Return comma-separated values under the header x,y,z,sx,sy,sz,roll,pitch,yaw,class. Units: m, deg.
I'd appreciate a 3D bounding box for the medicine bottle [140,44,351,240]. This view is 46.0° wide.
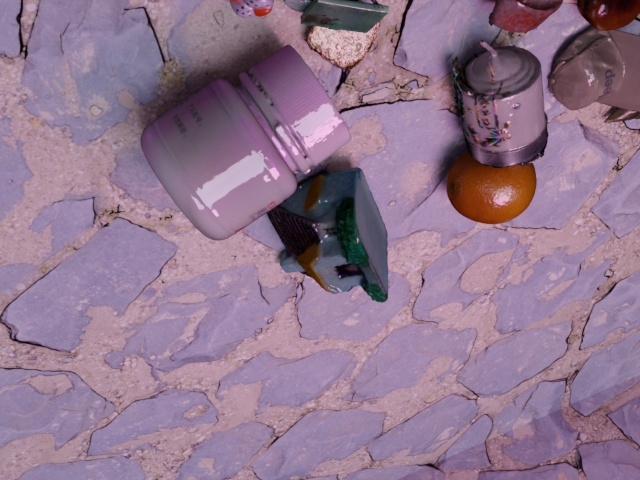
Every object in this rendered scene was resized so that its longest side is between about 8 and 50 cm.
x,y,z,sx,sy,sz,roll,pitch,yaw,class
-0.132,-0.181,1.380,0.325,0.256,0.256,-35,137,0,medicine bottle

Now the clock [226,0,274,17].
x,y,z,sx,sy,sz,roll,pitch,yaw,class
-0.151,-0.455,1.198,0.254,0.189,0.189,5,127,-41,clock

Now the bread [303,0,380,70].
x,y,z,sx,sy,sz,roll,pitch,yaw,class
0.043,-0.399,1.429,0.126,0.044,0.129,23,119,-32,bread

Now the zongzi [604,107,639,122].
x,y,z,sx,sy,sz,roll,pitch,yaw,class
0.763,-0.363,1.843,0.130,0.062,0.154,-10,128,-4,zongzi

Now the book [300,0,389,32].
x,y,z,sx,sy,sz,roll,pitch,yaw,class
0.040,-0.401,1.347,0.135,0.017,0.103,2,172,-21,book

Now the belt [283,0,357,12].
x,y,z,sx,sy,sz,roll,pitch,yaw,class
0.002,-0.442,1.322,0.140,0.058,0.105,-1,170,-9,belt

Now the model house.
x,y,z,sx,sy,sz,roll,pitch,yaw,class
0.000,0.000,1.672,0.249,0.230,0.280,-11,137,16,model house

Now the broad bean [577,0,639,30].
x,y,z,sx,sy,sz,roll,pitch,yaw,class
0.626,-0.506,1.611,0.165,0.084,0.114,-19,145,-19,broad bean

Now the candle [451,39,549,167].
x,y,z,sx,sy,sz,roll,pitch,yaw,class
0.375,-0.312,1.581,0.187,0.187,0.330,-27,136,-3,candle

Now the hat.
x,y,z,sx,sy,sz,roll,pitch,yaw,class
0.651,-0.354,1.688,0.149,0.245,0.214,-38,138,-23,hat

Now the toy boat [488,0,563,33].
x,y,z,sx,sy,sz,roll,pitch,yaw,class
0.448,-0.532,1.439,0.206,0.096,0.282,-18,151,-32,toy boat

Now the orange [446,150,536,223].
x,y,z,sx,sy,sz,roll,pitch,yaw,class
0.396,-0.131,1.757,0.206,0.206,0.206,-15,135,-16,orange
